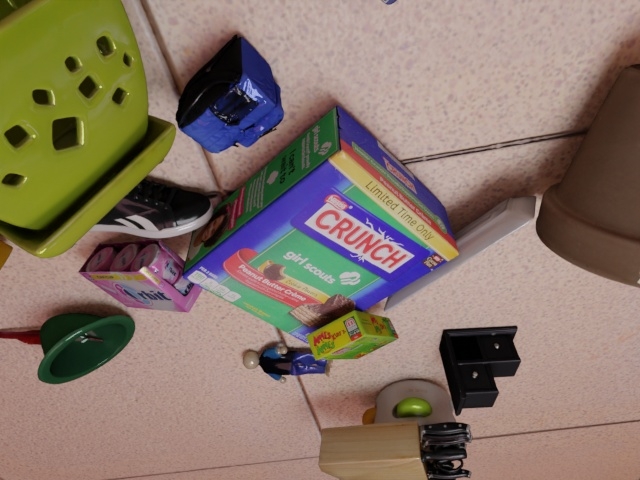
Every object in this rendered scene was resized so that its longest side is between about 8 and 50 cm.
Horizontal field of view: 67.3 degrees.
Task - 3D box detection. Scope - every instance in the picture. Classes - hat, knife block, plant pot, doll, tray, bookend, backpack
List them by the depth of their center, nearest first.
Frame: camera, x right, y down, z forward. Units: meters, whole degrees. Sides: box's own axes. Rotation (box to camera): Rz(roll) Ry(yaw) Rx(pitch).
[{"bbox_3d":[-0.303,-0.128,0.482,0.227,0.228,0.207,22,153,30],"label":"plant pot"},{"bbox_3d":[-0.111,-0.161,0.586,0.120,0.098,0.101,-30,132,23],"label":"backpack"},{"bbox_3d":[0.432,-0.092,0.599,0.263,0.263,0.229,0,117,-3],"label":"plant pot"},{"bbox_3d":[0.213,0.014,0.762,0.270,0.145,0.030,-39,89,30],"label":"tray"},{"bbox_3d":[-0.496,0.153,0.919,0.208,0.183,0.173,-30,154,-34],"label":"hat"},{"bbox_3d":[0.336,0.260,0.969,0.156,0.157,0.072,-2,134,0],"label":"bookend"},{"bbox_3d":[0.166,0.429,0.995,0.275,0.088,0.242,27,123,-12],"label":"knife block"},{"bbox_3d":[-0.072,0.265,1.031,0.188,0.046,0.129,5,132,-8],"label":"doll"}]

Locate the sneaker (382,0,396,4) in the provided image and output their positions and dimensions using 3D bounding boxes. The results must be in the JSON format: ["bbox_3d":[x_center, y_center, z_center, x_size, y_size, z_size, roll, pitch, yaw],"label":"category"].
[{"bbox_3d":[-0.054,-0.298,0.412,0.315,0.127,0.182,43,141,0],"label":"sneaker"}]

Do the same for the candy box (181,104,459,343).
[{"bbox_3d":[0.000,0.000,0.727,0.317,0.122,0.268,-36,127,27],"label":"candy box"}]

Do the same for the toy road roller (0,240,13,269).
[{"bbox_3d":[-0.649,0.087,0.697,0.329,0.241,0.202,-33,127,25],"label":"toy road roller"}]

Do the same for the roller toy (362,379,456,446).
[{"bbox_3d":[0.221,0.431,1.134,0.191,0.146,0.209,31,123,-15],"label":"roller toy"}]

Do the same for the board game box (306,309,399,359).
[{"bbox_3d":[0.060,0.164,0.814,0.092,0.043,0.181,-30,157,16],"label":"board game box"}]

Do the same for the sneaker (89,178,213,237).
[{"bbox_3d":[-0.268,-0.071,0.676,0.216,0.079,0.121,-1,135,0],"label":"sneaker"}]

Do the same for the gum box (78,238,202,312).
[{"bbox_3d":[-0.279,0.057,0.759,0.188,0.062,0.107,-3,140,38],"label":"gum box"}]
